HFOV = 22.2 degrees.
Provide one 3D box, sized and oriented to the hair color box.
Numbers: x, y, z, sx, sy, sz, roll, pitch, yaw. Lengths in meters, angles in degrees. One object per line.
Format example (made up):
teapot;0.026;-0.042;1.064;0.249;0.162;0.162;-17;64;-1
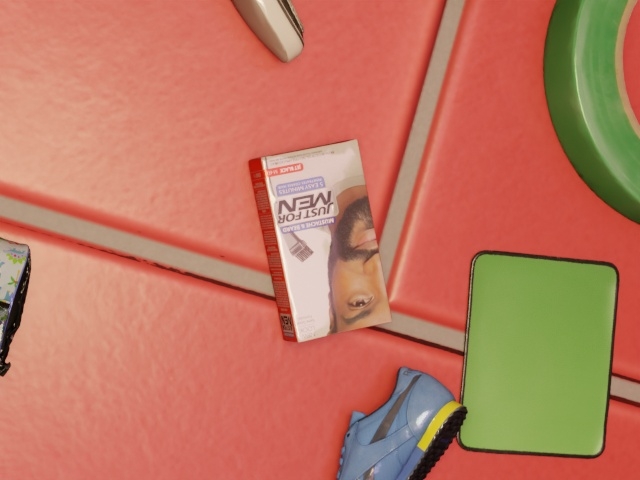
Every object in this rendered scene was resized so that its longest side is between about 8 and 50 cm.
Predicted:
hair color box;0.000;0.000;1.458;0.093;0.053;0.167;-12;94;-16

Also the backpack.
backpack;-0.288;0.049;1.355;0.084;0.105;0.114;19;79;-15

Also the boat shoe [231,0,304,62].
boat shoe;-0.061;-0.264;1.432;0.070;0.078;0.219;-30;95;-12

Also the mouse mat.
mouse mat;0.206;0.108;1.536;0.152;0.007;0.190;6;89;-15

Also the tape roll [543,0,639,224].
tape roll;0.373;-0.162;1.548;0.321;0.077;0.321;0;89;-16

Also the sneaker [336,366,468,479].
sneaker;0.044;0.210;1.470;0.082;0.069;0.209;35;89;21
